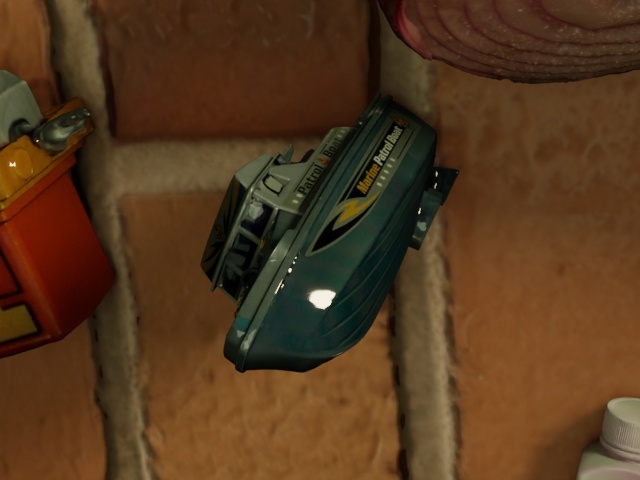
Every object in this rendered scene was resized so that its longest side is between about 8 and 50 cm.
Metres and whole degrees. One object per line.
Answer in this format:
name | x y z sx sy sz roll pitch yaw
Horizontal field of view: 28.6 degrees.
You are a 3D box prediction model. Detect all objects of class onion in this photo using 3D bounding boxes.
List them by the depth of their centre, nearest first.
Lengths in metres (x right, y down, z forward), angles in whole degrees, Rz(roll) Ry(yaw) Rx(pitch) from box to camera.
onion | 0.149 -0.237 0.754 0.256 0.272 0.230 -3 77 14

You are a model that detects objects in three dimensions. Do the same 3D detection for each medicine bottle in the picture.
medicine bottle | 0.224 0.178 0.916 0.074 0.055 0.117 11 109 17

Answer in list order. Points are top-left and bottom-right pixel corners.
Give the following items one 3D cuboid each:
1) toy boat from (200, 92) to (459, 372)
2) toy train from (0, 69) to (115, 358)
toy boat | -0.002 -0.002 0.817 0.122 0.296 0.114 26 120 7
toy train | -0.321 -0.010 1.006 0.369 0.163 0.231 -17 106 22
